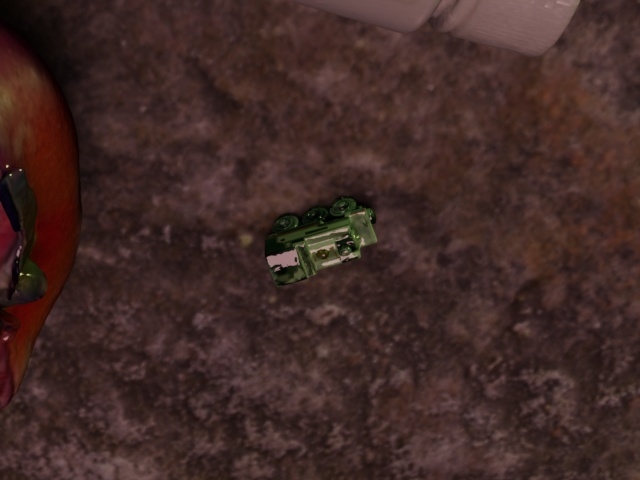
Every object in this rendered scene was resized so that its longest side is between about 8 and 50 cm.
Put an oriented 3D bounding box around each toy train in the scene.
[{"bbox_3d":[0.000,0.000,1.056,0.083,0.053,0.033,-16,121,9],"label":"toy train"}]

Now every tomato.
[{"bbox_3d":[-0.283,-0.050,0.941,0.289,0.176,0.335,18,135,6],"label":"tomato"}]

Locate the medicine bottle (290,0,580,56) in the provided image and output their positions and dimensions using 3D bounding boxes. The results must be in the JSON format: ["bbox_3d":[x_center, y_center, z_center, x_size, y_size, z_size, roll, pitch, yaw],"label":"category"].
[{"bbox_3d":[0.032,-0.200,0.878,0.252,0.144,0.144,18,120,-11],"label":"medicine bottle"}]
